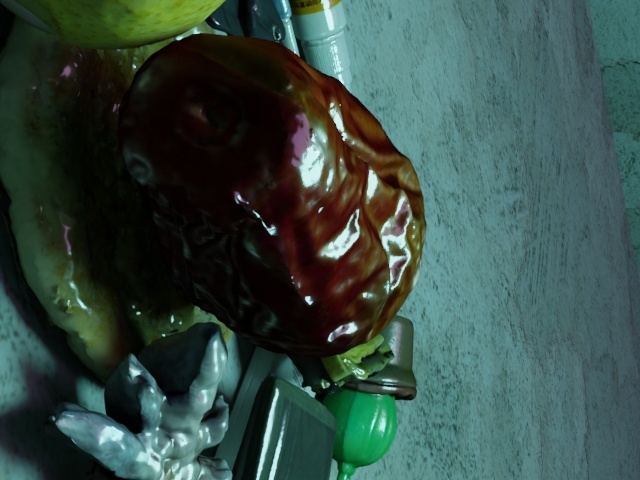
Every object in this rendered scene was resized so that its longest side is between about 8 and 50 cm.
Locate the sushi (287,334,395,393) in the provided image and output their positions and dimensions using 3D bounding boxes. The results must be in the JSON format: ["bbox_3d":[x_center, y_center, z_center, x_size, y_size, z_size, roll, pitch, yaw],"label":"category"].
[{"bbox_3d":[-0.006,0.002,1.391,0.139,0.131,0.291,-11,76,-60],"label":"sushi"}]

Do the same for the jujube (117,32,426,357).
[{"bbox_3d":[-0.036,-0.035,1.035,0.342,0.216,0.216,45,45,-68],"label":"jujube"}]

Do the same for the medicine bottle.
[{"bbox_3d":[-0.013,-0.239,1.546,0.092,0.061,0.220,-36,122,-37],"label":"medicine bottle"}]

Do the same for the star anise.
[{"bbox_3d":[-0.134,0.168,1.069,0.229,0.093,0.236,34,80,-55],"label":"star anise"}]

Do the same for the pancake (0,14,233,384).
[{"bbox_3d":[-0.149,-0.072,1.153,0.382,0.071,0.382,-4,90,-68],"label":"pancake"}]

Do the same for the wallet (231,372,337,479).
[{"bbox_3d":[-0.041,0.259,1.311,0.168,0.052,0.245,40,61,-56],"label":"wallet"}]

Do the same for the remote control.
[{"bbox_3d":[-0.045,0.161,1.408,0.250,0.034,0.103,-71,148,-44],"label":"remote control"}]

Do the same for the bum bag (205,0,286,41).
[{"bbox_3d":[-0.117,-0.260,1.156,0.248,0.060,0.123,50,14,9],"label":"bum bag"}]

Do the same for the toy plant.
[{"bbox_3d":[0.049,0.177,1.559,0.143,0.105,0.200,40,65,-76],"label":"toy plant"}]

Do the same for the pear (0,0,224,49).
[{"bbox_3d":[-0.153,-0.246,0.913,0.271,0.271,0.271,-5,90,-68],"label":"pear"}]
